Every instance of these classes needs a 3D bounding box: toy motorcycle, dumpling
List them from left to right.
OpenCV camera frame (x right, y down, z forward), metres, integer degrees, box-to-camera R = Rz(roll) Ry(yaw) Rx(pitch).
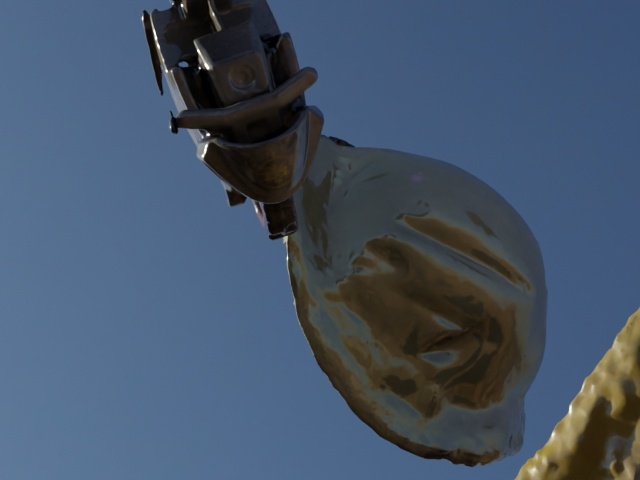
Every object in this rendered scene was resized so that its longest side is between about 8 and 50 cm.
[{"bbox_3d":[-0.054,-0.102,0.941,0.080,0.215,0.122,-18,4,-7],"label":"toy motorcycle"},{"bbox_3d":[0.057,0.053,1.278,0.243,0.227,0.175,16,-39,-11],"label":"dumpling"}]

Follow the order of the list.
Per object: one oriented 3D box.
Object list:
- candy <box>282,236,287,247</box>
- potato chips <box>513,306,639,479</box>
[{"bbox_3d":[0.000,0.000,1.457,0.094,0.051,0.226,31,-5,35],"label":"candy"},{"bbox_3d":[0.012,0.166,0.596,0.407,0.057,0.080,-44,-48,2],"label":"potato chips"}]
